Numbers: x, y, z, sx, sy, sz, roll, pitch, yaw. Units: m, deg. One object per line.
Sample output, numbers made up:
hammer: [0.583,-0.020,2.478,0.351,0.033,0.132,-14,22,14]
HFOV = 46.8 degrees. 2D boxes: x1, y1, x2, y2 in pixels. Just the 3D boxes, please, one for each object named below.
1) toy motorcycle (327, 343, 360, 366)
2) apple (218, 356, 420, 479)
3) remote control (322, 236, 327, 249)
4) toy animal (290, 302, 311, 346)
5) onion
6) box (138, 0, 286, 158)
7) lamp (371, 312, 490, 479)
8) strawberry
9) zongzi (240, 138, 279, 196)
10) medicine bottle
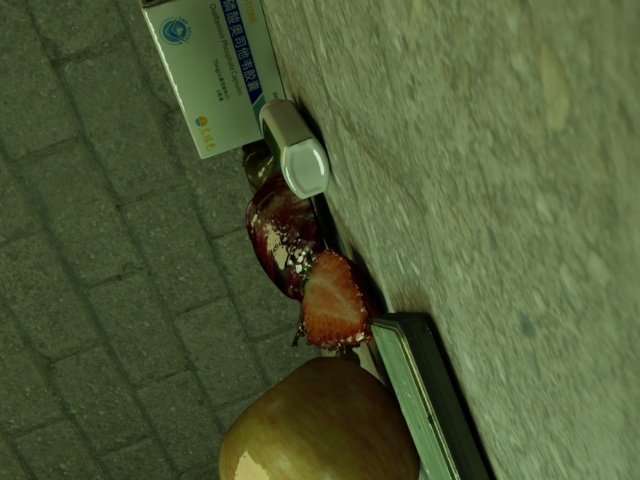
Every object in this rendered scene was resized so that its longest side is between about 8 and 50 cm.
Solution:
toy motorcycle: [0.047,0.214,1.600,0.130,0.094,0.229,-148,51,-84]
apple: [0.006,0.420,1.412,0.346,0.391,0.391,44,168,13]
remote control: [0.000,0.000,1.691,0.184,0.027,0.050,59,177,39]
toy animal: [-0.022,0.140,1.716,0.275,0.054,0.149,-83,9,-53]
onion: [-0.072,0.013,1.517,0.314,0.146,0.280,97,163,-53]
box: [-0.185,-0.324,1.377,0.343,0.200,0.065,74,175,-46]
lamp: [0.143,0.225,0.969,0.266,0.047,0.269,117,133,-85]
strawberry: [0.050,0.114,1.270,0.175,0.107,0.236,-63,35,30]
zongzi: [-0.146,-0.221,1.907,0.242,0.112,0.221,92,158,-57]
medicine bottle: [-0.051,-0.170,1.255,0.219,0.078,0.115,-118,8,-52]
